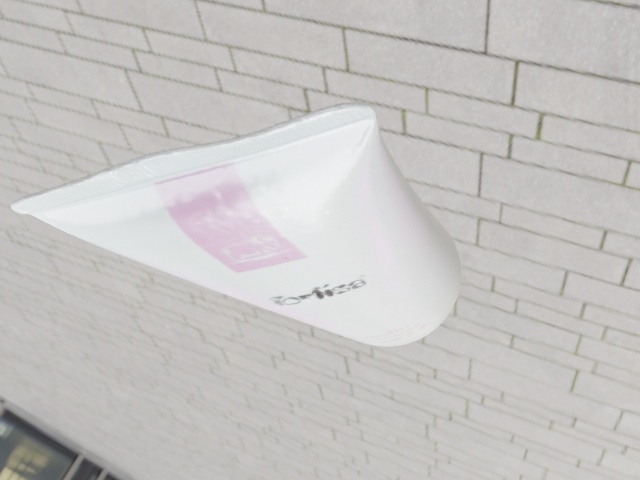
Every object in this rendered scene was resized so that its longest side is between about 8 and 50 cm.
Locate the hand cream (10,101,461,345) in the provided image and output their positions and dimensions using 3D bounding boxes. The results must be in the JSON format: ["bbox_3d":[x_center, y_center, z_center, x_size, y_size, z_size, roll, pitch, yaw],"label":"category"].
[{"bbox_3d":[0.000,0.000,0.499,0.186,0.118,0.359,-11,165,20],"label":"hand cream"}]
